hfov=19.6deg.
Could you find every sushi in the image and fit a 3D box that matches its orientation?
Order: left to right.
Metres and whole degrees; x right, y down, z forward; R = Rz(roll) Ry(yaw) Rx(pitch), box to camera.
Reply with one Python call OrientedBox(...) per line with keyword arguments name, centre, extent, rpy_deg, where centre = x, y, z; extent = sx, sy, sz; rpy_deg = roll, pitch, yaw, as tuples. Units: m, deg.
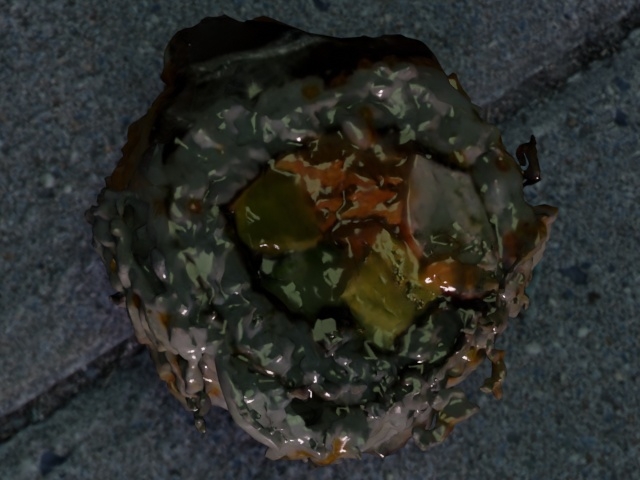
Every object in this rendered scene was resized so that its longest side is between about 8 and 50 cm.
OrientedBox(name="sushi", centre=(0.000, 0.004, 1.589), extent=(0.417, 0.176, 0.417), rpy_deg=(7, 69, -18))
